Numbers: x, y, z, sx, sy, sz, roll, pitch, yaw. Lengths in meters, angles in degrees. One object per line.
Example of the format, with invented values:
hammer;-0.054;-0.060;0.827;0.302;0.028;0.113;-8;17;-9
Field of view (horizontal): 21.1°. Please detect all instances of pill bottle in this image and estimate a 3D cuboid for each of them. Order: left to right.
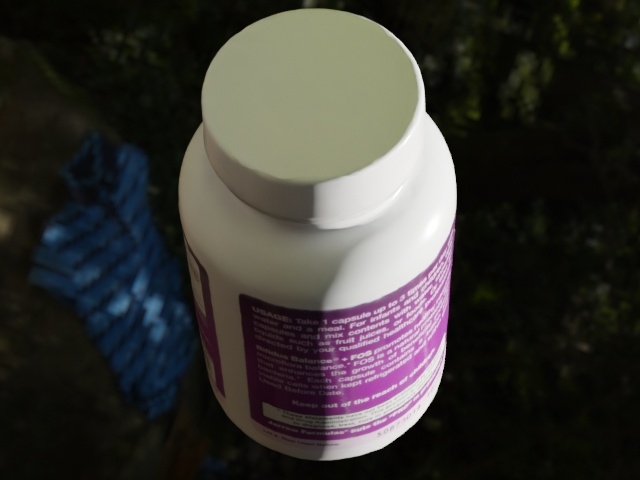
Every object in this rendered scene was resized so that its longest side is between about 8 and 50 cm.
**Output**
pill bottle;0.000;0.000;1.073;0.301;0.169;0.169;88;20;-57
